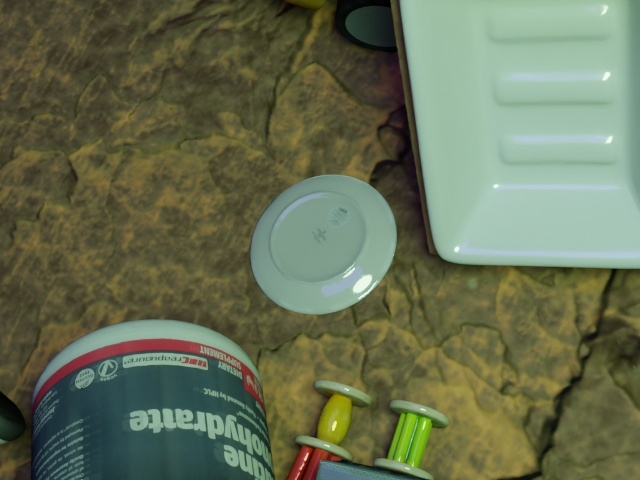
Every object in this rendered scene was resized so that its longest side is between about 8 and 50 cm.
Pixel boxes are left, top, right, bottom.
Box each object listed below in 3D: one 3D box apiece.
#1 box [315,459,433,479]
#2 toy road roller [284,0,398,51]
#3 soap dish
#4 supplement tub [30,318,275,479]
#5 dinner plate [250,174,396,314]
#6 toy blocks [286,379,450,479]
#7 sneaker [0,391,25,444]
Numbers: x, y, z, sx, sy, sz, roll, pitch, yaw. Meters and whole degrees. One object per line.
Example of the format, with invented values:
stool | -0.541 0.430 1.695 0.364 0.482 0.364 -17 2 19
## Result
box | 0.094 0.276 0.906 0.232 0.059 0.183 10 83 16
toy road roller | 0.027 -0.331 1.084 0.240 0.329 0.202 14 68 -12
soap dish | 0.185 -0.117 0.973 0.229 0.291 0.118 1 34 19
supplement tub | -0.125 0.214 0.929 0.191 0.191 0.272 -20 46 9
dinner plate | 0.000 0.000 1.119 0.141 0.017 0.141 -7 64 14
toy blocks | 0.028 0.199 0.995 0.123 0.054 0.148 13 72 21
sneaker | -0.399 0.159 1.137 0.270 0.090 0.145 29 79 31
